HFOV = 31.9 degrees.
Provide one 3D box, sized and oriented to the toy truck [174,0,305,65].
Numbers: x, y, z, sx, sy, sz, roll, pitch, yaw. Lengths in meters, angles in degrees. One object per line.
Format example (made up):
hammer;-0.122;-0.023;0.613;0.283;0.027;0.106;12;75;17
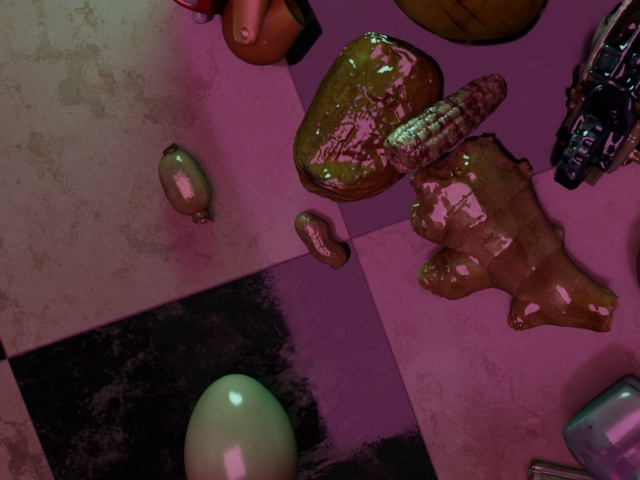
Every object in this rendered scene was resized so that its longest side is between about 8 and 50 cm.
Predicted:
toy truck;-0.149;-0.403;1.761;0.264;0.189;0.239;10;108;9

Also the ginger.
ginger;0.284;0.026;1.739;0.236;0.166;0.375;-33;79;-19

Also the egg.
egg;-0.132;0.348;1.854;0.188;0.188;0.254;-6;94;11

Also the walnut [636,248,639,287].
walnut;0.580;0.056;1.684;0.195;0.195;0.222;-18;96;12

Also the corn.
corn;0.196;-0.183;1.728;0.237;0.079;0.079;-36;90;-27

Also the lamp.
lamp;0.498;0.385;1.726;0.247;0.247;0.301;-39;82;10

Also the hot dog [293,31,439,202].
hot dog;0.068;-0.187;1.777;0.196;0.122;0.272;27;95;9

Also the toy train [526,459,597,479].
toy train;0.409;0.408;1.839;0.147;0.038;0.071;10;100;8

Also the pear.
pear;0.219;-0.431;1.642;0.283;0.283;0.284;1;98;10

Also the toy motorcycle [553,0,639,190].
toy motorcycle;0.471;-0.256;1.638;0.168;0.237;0.410;35;105;19

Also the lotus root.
lotus root;-0.226;-0.090;1.875;0.073;0.062;0.150;-26;91;13

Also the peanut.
peanut;0.000;0.000;1.853;0.054;0.054;0.113;-38;92;13
